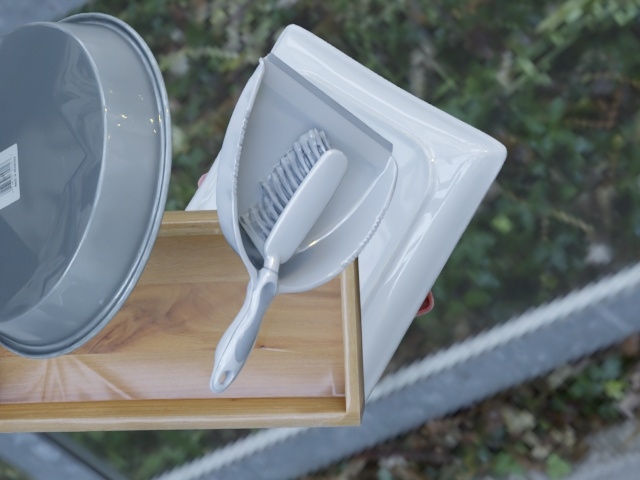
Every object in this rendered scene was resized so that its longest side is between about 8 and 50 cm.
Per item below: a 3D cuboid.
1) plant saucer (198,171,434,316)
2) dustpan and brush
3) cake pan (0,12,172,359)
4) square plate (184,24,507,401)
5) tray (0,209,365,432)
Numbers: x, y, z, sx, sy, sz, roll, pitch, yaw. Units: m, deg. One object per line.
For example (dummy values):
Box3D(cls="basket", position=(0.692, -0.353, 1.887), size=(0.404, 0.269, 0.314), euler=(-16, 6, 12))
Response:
Box3D(cls="plant saucer", position=(0.000, 0.000, 2.176), size=(0.259, 0.048, 0.258), euler=(-23, 81, 29))
Box3D(cls="dustpan and brush", position=(-0.029, 0.002, 1.205), size=(0.060, 0.147, 0.211), euler=(27, 84, 51))
Box3D(cls="cake pan", position=(-0.234, -0.050, 1.490), size=(0.293, 0.054, 0.293), euler=(-14, 71, 45))
Box3D(cls="square plate", position=(-0.009, -0.032, 2.023), size=(0.347, 0.049, 0.344), euler=(34, 98, 33))
Box3D(cls="tray", position=(-0.167, 0.076, 1.746), size=(0.411, 0.203, 0.076), euler=(-2, 11, 6))
